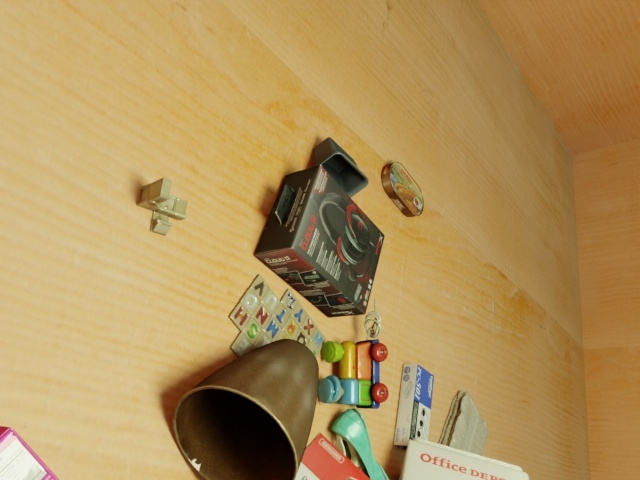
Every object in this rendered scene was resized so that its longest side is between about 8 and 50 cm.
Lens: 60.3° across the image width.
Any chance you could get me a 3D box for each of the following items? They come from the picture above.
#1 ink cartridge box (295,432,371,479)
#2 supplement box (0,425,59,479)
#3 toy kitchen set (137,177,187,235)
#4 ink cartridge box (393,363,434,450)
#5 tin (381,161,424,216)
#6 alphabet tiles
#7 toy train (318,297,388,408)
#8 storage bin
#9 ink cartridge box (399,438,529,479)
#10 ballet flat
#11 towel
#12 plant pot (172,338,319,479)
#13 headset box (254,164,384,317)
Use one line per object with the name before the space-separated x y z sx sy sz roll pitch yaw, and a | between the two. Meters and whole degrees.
ink cartridge box | 0.049 0.519 1.011 0.296 0.066 0.261 39 38 13
supplement box | -0.359 0.332 0.644 0.114 0.111 0.220 -48 117 -45
toy kitchen set | -0.249 -0.051 0.913 0.083 0.075 0.068 21 65 -42
ink cartridge box | 0.244 0.434 1.424 0.097 0.046 0.207 40 51 -40
tin | 0.237 -0.145 1.581 0.189 0.040 0.106 45 53 -35
alphabet tiles | -0.086 0.192 1.107 0.237 0.009 0.198 57 43 -25
toy train | 0.066 0.243 1.222 0.143 0.105 0.247 13 70 -35
storage bin | 0.036 -0.172 1.303 0.135 0.098 0.091 37 26 -39
ink cartridge box | 0.282 0.650 1.154 0.384 0.279 0.160 -62 163 -53
ballet flat | 0.083 0.486 1.197 0.087 0.083 0.247 -28 103 -26
towel | 0.412 0.593 1.591 0.187 0.049 0.282 58 42 -22
plant pot | -0.094 0.271 0.940 0.215 0.215 0.230 67 28 -14
headset box | 0.000 0.000 1.183 0.293 0.110 0.218 45 49 -35
